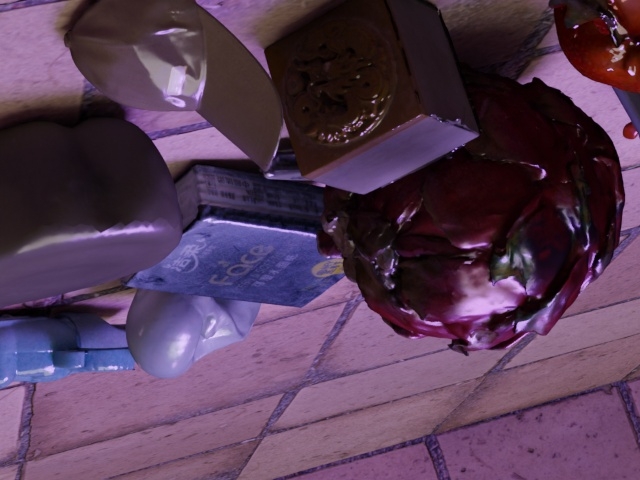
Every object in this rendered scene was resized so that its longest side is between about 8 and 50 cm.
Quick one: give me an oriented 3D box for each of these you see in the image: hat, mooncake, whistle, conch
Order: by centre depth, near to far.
[{"bbox_3d":[-0.126,-0.124,1.464,0.144,0.173,0.166,-20,163,-20],"label":"hat"},{"bbox_3d":[-0.266,-0.024,1.679,0.275,0.135,0.275,-16,166,-4],"label":"mooncake"},{"bbox_3d":[-0.156,0.081,2.130,0.185,0.121,0.221,-45,168,32],"label":"conch"},{"bbox_3d":[-0.342,0.134,2.158,0.274,0.093,0.186,-4,-175,-44],"label":"whistle"}]

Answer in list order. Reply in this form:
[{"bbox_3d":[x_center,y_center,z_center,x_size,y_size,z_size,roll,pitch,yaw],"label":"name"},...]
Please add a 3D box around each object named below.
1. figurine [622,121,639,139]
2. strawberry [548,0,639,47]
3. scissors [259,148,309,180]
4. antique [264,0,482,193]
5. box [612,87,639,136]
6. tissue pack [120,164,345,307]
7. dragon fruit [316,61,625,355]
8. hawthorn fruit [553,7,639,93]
[{"bbox_3d":[0.469,-0.155,2.056,0.226,0.160,0.183,2,153,-31],"label":"figurine"},{"bbox_3d":[0.289,-0.280,1.508,0.236,0.190,0.111,-25,-153,-22],"label":"strawberry"},{"bbox_3d":[0.038,-0.090,1.945,0.289,0.041,0.138,-3,165,-44],"label":"scissors"},{"bbox_3d":[0.048,-0.143,1.621,0.152,0.146,0.148,-27,159,27],"label":"antique"},{"bbox_3d":[0.453,-0.231,1.768,0.182,0.175,0.312,-21,166,-25],"label":"box"},{"bbox_3d":[-0.082,-0.001,1.957,0.257,0.081,0.185,9,147,-35],"label":"tissue pack"},{"bbox_3d":[0.165,-0.036,1.808,0.329,0.329,0.329,-17,163,-6],"label":"dragon fruit"},{"bbox_3d":[0.314,-0.225,1.638,0.179,0.173,0.173,-29,174,-45],"label":"hawthorn fruit"}]
